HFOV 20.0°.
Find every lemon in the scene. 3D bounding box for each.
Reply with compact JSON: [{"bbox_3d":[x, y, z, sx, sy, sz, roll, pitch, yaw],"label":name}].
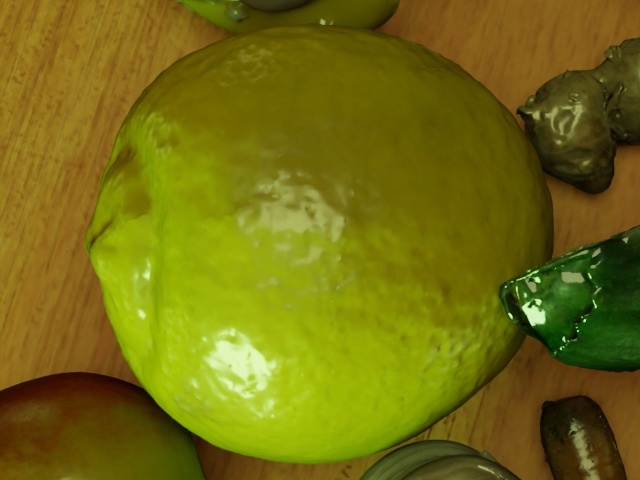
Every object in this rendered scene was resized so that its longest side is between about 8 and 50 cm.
[{"bbox_3d":[0.000,0.000,1.343,0.348,0.348,0.347,-1,81,5],"label":"lemon"}]

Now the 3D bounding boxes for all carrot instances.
[{"bbox_3d":[0.218,0.211,1.424,0.060,0.060,0.186,-16,85,2],"label":"carrot"}]

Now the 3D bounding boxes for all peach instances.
[{"bbox_3d":[-0.192,0.215,1.385,0.231,0.231,0.231,-1,81,5],"label":"peach"}]

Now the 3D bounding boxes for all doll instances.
[{"bbox_3d":[-0.043,-0.236,1.428,0.237,0.252,0.111,21,63,19],"label":"doll"}]

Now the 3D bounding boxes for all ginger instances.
[{"bbox_3d":[0.262,-0.116,1.463,0.204,0.080,0.104,-28,104,2],"label":"ginger"}]

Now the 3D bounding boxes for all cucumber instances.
[{"bbox_3d":[0.275,0.028,1.312,0.145,0.325,0.105,-30,76,45],"label":"cucumber"}]

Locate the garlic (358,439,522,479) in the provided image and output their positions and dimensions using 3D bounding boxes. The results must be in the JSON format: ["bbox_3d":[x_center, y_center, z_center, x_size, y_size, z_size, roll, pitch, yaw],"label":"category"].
[{"bbox_3d":[0.110,0.274,1.313,0.207,0.207,0.256,3,90,5],"label":"garlic"}]
